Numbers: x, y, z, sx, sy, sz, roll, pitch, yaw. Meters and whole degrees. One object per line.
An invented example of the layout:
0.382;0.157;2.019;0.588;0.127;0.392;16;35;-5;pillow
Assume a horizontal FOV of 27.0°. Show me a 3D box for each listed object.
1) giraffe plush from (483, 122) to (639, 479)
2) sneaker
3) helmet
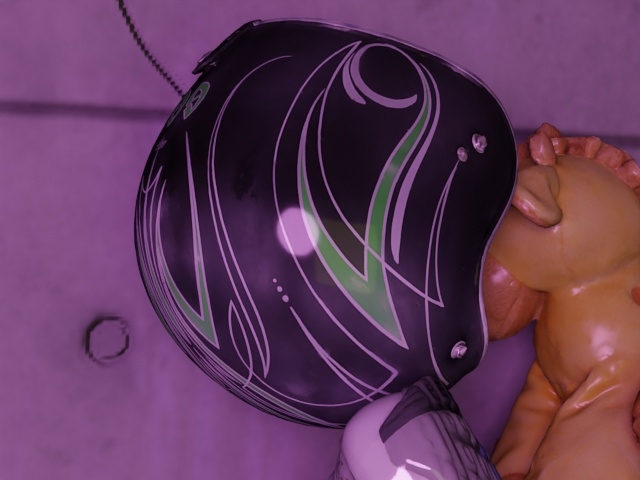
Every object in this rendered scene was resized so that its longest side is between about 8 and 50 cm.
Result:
0.131;0.033;0.664;0.210;0.181;0.170;-39;93;-8;giraffe plush
0.026;0.166;0.597;0.129;0.111;0.297;-16;144;-8;sneaker
0.000;0.000;0.599;0.169;0.169;0.161;23;74;-23;helmet
